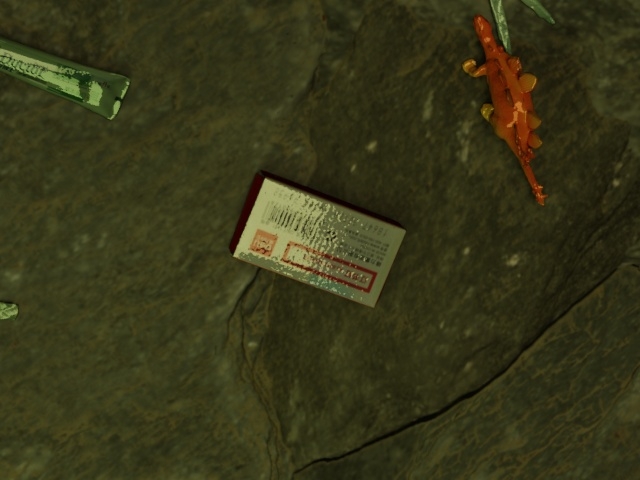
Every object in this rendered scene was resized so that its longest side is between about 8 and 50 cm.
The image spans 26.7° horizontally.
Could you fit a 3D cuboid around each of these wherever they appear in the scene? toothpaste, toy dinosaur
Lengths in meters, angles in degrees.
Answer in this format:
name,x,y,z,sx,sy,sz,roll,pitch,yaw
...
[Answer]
name,x,y,z,sx,sy,sz,roll,pitch,yaw
toothpaste,-0.355,-0.219,1.739,0.218,0.041,0.064,20,108,-17
toy dinosaur,0.264,-0.171,1.834,0.070,0.117,0.288,-22,102,-7

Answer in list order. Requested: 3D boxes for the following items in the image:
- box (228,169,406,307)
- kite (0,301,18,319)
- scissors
name,x,y,z,sx,sy,sz,roll,pitch,yaw
box,0.000,0.000,1.850,0.229,0.050,0.123,20,99,-15
kite,-0.556,0.071,1.771,0.314,0.011,0.335,15,99,-15
scissors,0.229,-0.376,1.838,0.144,0.017,0.248,-34,108,-2
